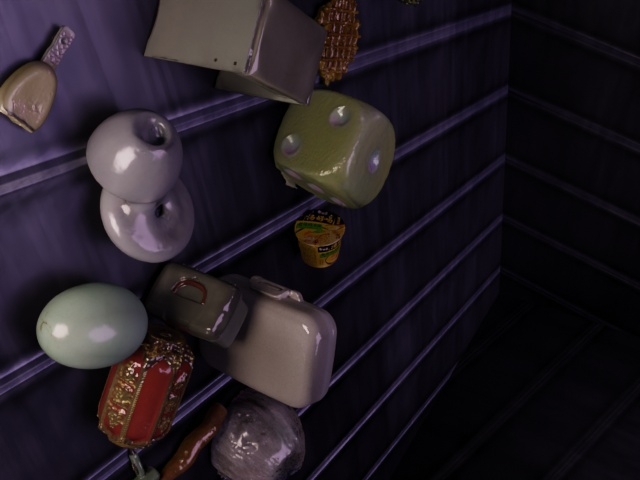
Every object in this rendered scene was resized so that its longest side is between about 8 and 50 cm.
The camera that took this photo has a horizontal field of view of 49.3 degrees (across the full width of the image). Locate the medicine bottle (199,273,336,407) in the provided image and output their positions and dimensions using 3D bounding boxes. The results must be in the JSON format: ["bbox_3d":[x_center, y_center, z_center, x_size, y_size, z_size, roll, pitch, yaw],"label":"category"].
[{"bbox_3d":[-0.139,0.241,1.714,0.123,0.375,0.283,-13,116,-52],"label":"medicine bottle"}]

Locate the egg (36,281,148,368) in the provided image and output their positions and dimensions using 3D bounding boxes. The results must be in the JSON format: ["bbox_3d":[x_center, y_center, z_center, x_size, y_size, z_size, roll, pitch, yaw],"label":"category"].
[{"bbox_3d":[-0.443,0.166,1.362,0.230,0.168,0.168,-2,108,-57],"label":"egg"}]

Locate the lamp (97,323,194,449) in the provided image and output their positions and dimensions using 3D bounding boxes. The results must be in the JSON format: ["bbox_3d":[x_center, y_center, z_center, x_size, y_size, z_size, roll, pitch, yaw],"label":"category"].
[{"bbox_3d":[-0.385,0.319,1.527,0.177,0.177,0.274,-1,116,-60],"label":"lamp"}]

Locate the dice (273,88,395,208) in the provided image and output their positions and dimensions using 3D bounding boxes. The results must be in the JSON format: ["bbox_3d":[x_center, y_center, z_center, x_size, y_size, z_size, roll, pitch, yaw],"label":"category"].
[{"bbox_3d":[0.041,-0.245,1.887,0.252,0.249,0.255,36,74,-59],"label":"dice"}]

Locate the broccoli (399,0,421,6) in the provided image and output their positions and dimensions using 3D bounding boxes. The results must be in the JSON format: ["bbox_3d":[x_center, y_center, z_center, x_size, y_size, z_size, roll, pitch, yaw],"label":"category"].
[{"bbox_3d":[0.291,-0.826,1.918,0.221,0.361,0.252,-34,97,-37],"label":"broccoli"}]

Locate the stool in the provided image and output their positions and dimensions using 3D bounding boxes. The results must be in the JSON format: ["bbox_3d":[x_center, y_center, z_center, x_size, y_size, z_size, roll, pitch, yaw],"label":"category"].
[{"bbox_3d":[-0.165,-0.402,1.427,0.243,0.269,0.171,11,95,-61],"label":"stool"}]

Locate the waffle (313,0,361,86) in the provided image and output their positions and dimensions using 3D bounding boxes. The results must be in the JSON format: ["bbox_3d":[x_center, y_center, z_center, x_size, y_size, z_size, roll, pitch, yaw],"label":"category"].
[{"bbox_3d":[0.043,-0.563,1.923,0.232,0.051,0.229,-59,148,-24],"label":"waffle"}]

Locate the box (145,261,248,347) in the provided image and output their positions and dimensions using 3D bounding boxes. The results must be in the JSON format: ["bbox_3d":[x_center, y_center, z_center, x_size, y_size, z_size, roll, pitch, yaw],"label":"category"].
[{"bbox_3d":[-0.280,0.149,1.598,0.148,0.210,0.129,-64,157,-18],"label":"box"}]

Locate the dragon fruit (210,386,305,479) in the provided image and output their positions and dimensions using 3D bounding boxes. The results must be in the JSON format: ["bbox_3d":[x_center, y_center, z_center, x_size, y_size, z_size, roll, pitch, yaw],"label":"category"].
[{"bbox_3d":[-0.158,0.564,2.030,0.283,0.221,0.204,-25,132,-50],"label":"dragon fruit"}]

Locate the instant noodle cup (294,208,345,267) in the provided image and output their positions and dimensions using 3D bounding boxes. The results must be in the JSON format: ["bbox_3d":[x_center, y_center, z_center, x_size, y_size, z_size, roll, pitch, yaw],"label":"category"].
[{"bbox_3d":[0.000,0.000,2.071,0.151,0.151,0.122,-50,151,-34],"label":"instant noodle cup"}]

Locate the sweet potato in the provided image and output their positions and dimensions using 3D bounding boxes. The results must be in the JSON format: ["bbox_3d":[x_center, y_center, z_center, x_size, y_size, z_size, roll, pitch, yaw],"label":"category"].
[{"bbox_3d":[-0.344,0.554,1.853,0.059,0.067,0.281,46,57,-11],"label":"sweet potato"}]

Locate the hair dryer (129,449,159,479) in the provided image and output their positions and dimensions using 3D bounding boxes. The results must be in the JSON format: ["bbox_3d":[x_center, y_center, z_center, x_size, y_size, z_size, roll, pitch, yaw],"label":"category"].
[{"bbox_3d":[-0.449,0.555,1.710,0.071,0.047,0.150,-44,130,-47],"label":"hair dryer"}]

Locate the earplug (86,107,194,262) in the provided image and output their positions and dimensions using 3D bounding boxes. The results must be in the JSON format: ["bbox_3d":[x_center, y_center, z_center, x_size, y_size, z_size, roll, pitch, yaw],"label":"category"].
[{"bbox_3d":[-0.341,-0.108,1.379,0.214,0.174,0.326,-53,147,-42],"label":"earplug"}]

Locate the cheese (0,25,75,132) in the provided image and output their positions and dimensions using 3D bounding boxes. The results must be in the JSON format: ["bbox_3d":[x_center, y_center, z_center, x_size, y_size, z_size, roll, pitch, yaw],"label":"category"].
[{"bbox_3d":[-0.476,-0.283,1.192,0.192,0.037,0.097,-64,151,-13],"label":"cheese"}]
